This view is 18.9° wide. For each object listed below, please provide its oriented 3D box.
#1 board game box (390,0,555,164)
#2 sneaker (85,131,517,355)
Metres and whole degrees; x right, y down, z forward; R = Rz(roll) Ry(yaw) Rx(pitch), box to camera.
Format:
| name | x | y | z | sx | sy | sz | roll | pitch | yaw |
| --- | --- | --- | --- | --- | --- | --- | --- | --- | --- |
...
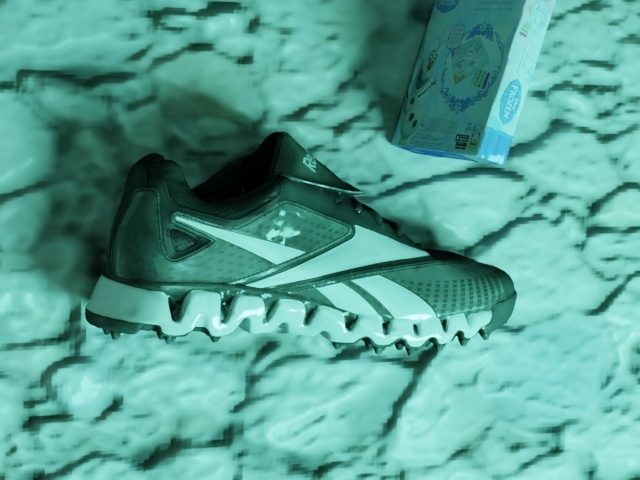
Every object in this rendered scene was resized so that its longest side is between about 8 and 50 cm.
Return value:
| name | x | y | z | sx | sy | sz | roll | pitch | yaw |
| --- | --- | --- | --- | --- | --- | --- | --- | --- | --- |
| board game box | 0.078 | -0.086 | 0.991 | 0.020 | 0.090 | 0.090 | 17 | 89 | -28 |
| sneaker | 0.000 | 0.000 | 0.971 | 0.234 | 0.078 | 0.106 | 3 | 96 | -23 |
